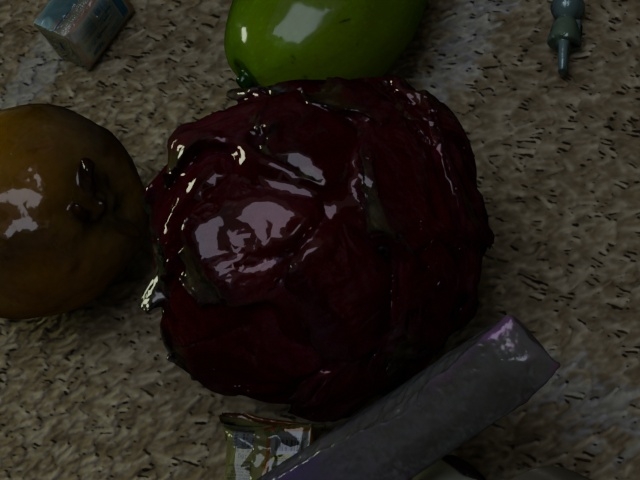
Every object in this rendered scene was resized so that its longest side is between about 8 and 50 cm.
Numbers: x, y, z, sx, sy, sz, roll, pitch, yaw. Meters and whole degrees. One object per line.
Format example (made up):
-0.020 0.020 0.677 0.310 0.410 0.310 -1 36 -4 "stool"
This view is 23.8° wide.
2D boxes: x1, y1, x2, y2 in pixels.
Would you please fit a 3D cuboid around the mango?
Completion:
0.029 -0.282 1.579 0.192 0.156 0.343 17 66 21 "mango"

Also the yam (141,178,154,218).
-0.093 -0.066 1.528 0.078 0.078 0.179 33 53 29 "yam"

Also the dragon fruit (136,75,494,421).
0.001 0.000 1.363 0.329 0.329 0.329 -8 62 15 "dragon fruit"

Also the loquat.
-0.289 -0.030 1.542 0.238 0.193 0.238 -22 38 18 "loquat"

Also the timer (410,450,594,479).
0.133 0.235 1.310 0.175 0.175 0.266 -48 41 -8 "timer"

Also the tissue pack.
-0.264 -0.253 1.711 0.059 0.074 0.094 24 72 30 "tissue pack"

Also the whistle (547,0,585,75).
0.249 -0.214 1.540 0.035 0.035 0.100 0 66 19 "whistle"

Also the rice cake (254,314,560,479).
0.035 0.186 1.310 0.399 0.064 0.070 -36 94 25 "rice cake"

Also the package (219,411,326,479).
-0.050 0.222 1.425 0.108 0.031 0.120 -1 71 20 "package"
